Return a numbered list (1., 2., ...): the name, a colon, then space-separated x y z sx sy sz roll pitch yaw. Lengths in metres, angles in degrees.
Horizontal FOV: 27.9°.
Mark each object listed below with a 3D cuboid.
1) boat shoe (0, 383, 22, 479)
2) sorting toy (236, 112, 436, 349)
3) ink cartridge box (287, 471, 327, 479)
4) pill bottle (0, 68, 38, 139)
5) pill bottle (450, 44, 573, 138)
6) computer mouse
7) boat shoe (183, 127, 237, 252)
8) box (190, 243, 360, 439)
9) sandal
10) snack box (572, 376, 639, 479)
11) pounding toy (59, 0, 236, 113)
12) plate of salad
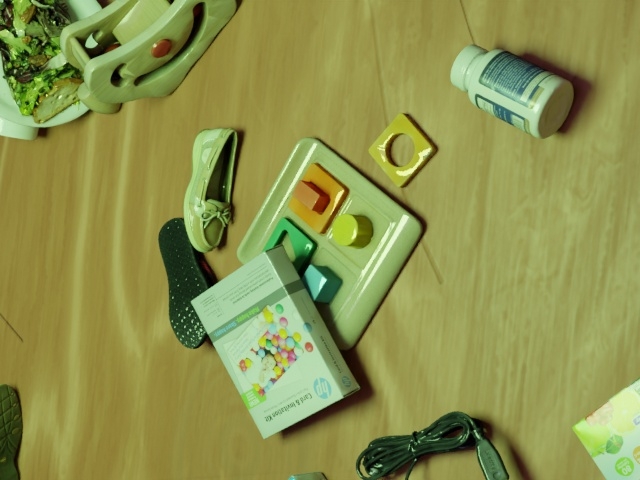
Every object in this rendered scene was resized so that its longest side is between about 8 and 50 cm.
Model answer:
1. boat shoe: -0.452 0.284 1.762 0.060 0.064 0.177 1 91 33
2. sorting toy: 0.000 0.000 1.479 0.196 0.047 0.347 39 108 30
3. ink cartridge box: -0.042 0.363 1.477 0.180 0.060 0.104 -49 63 22
4. pill bottle: -0.407 -0.234 1.733 0.112 0.112 0.186 15 96 34
5. pill bottle: 0.197 -0.159 1.341 0.120 0.067 0.067 33 105 31
6. computer mouse: 0.144 0.313 1.358 0.184 0.060 0.262 -33 58 33
7. boat shoe: -0.129 -0.061 1.568 0.048 0.056 0.153 0 80 39
8. box: -0.055 0.118 1.478 0.145 0.038 0.186 -33 84 40
9. sandal: -0.159 0.052 1.596 0.067 0.040 0.179 -30 56 24
10. snack box: 0.326 0.211 1.248 0.100 0.037 0.141 -43 65 26
11. pounding toy: -0.245 -0.272 1.599 0.269 0.154 0.155 -48 63 22
12. plate of salad: -0.362 -0.245 1.662 0.048 0.200 0.199 -156 77 -68
